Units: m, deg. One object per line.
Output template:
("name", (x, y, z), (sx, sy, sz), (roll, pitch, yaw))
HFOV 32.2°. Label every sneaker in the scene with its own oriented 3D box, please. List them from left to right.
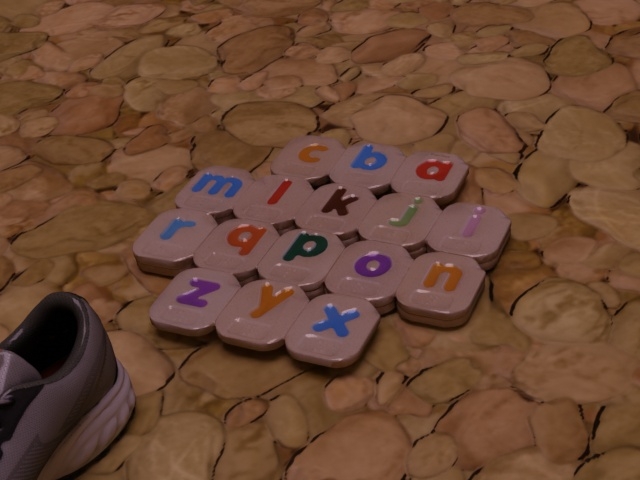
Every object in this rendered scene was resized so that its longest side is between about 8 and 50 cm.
("sneaker", (-0.212, 0.135, 0.668), (0.100, 0.108, 0.271), (10, 40, 19))

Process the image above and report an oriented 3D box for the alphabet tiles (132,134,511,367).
("alphabet tiles", (0.000, 0.000, 0.893), (0.284, 0.021, 0.278), (9, 39, 22))
